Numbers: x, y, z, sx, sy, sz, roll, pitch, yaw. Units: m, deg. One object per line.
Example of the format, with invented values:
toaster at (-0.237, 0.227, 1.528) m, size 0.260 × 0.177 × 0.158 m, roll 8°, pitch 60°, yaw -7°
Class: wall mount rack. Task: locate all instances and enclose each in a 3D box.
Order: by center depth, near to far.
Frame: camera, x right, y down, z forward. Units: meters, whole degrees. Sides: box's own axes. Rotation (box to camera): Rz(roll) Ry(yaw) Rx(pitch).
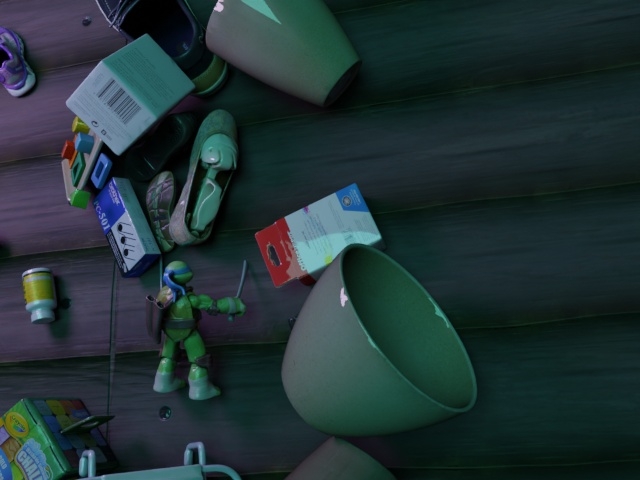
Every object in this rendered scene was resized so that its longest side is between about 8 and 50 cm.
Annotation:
wall mount rack at (-0.313, 0.523, 1.050) m, size 0.350 × 0.130 × 0.303 m, roll 7°, pitch 66°, yaw -30°

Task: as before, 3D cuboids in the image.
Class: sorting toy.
sorting toy at (-0.545, -0.212, 1.341) m, size 0.196 × 0.047 × 0.347 m, roll -53°, pitch 43°, yaw 22°

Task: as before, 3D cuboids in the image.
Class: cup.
cup at (0.071, 0.205, 1.024) m, size 0.237 × 0.331 × 0.331 m, roll -42°, pitch 68°, yaw 22°

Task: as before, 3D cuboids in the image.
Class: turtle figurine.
turtle figurine at (-0.249, 0.166, 1.201) m, size 0.198 × 0.275 × 0.266 m, roll 2°, pitch 95°, yaw -9°

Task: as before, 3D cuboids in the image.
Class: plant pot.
plant pot at (0.014, 0.465, 0.992) m, size 0.263 × 0.263 × 0.229 m, roll 29°, pitch 66°, yaw 19°
plant pot at (-0.055, -0.420, 1.265) m, size 0.274 × 0.256 × 0.256 m, roll 41°, pitch 87°, yaw 3°

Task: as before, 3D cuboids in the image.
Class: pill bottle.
pill bottle at (-0.625, 0.125, 1.322) m, size 0.065 × 0.065 × 0.116 m, roll -20°, pitch 71°, yaw 8°

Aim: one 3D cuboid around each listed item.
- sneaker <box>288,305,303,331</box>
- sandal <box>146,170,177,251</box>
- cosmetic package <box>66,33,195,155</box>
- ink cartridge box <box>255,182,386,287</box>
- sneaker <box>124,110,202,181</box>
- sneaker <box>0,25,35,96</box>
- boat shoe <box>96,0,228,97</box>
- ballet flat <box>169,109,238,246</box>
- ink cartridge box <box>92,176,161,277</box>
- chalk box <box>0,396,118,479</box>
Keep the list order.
sneaker at (-0.036, 0.186, 1.172) m, size 0.089 × 0.051 × 0.170 m, roll 40°, pitch 82°, yaw 20°
sandal at (-0.344, -0.064, 1.321) m, size 0.072 × 0.049 × 0.180 m, roll -5°, pitch 88°, yaw 18°
cosmetic package at (-0.395, -0.308, 1.248) m, size 0.152 × 0.183 × 0.151 m, roll -31°, pitch 109°, yaw 34°
ink cartridge box at (0.000, 0.000, 1.199) m, size 0.231 × 0.078 × 0.134 m, roll -25°, pitch 70°, yaw 6°
sneaker at (-0.346, -0.216, 1.346) m, size 0.228 × 0.130 × 0.087 m, roll -36°, pitch 92°, yaw 32°
sneaker at (-0.824, -0.484, 1.521) m, size 0.095 × 0.104 × 0.236 m, roll -36°, pitch 69°, yaw 3°
boat shoe at (-0.405, -0.541, 1.411) m, size 0.187 × 0.156 × 0.500 m, roll -42°, pitch 68°, yaw 2°
ballet flat at (-0.231, -0.134, 1.272) m, size 0.106 × 0.108 × 0.315 m, roll 8°, pitch 82°, yaw 57°
ink cartridge box at (-0.432, -0.029, 1.310) m, size 0.097 × 0.046 × 0.207 m, roll -41°, pitch 67°, yaw 28°
chalk box at (-0.542, 0.424, 1.158) m, size 0.289 × 0.180 × 0.179 m, roll -42°, pitch 70°, yaw -2°
